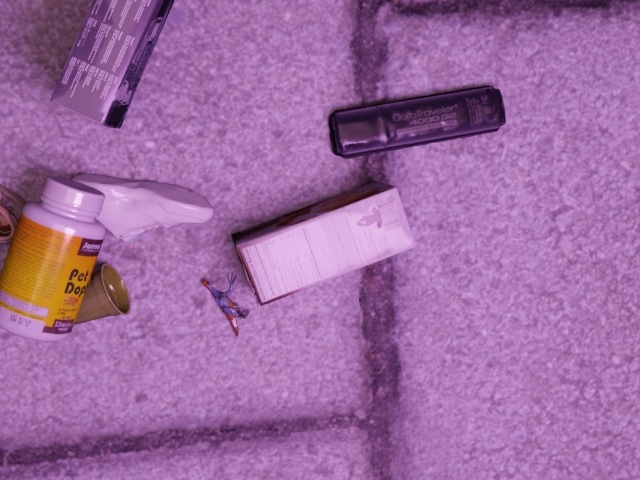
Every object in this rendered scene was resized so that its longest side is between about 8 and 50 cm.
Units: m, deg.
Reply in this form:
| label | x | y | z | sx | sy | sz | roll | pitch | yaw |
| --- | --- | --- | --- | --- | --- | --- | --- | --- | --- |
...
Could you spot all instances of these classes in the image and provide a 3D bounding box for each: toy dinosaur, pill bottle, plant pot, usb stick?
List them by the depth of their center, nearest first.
| label | x | y | z | sx | sy | sz | roll | pitch | yaw |
| --- | --- | --- | --- | --- | --- | --- | --- | --- | --- |
| pill bottle | -0.374 | 0.024 | 1.214 | 0.117 | 0.117 | 0.215 | 19 | 96 | -10 |
| plant pot | -0.338 | 0.088 | 1.297 | 0.079 | 0.083 | 0.083 | -24 | 99 | 8 |
| toy dinosaur | -0.152 | 0.097 | 1.341 | 0.082 | 0.047 | 0.090 | 25 | 103 | 8 |
| usb stick | 0.150 | -0.185 | 1.352 | 0.277 | 0.045 | 0.077 | -11 | 91 | -7 |

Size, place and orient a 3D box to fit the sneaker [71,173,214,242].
| label | x | y | z | sx | sy | sz | roll | pitch | yaw |
| --- | --- | --- | --- | --- | --- | --- | --- | --- | --- |
| sneaker | -0.267 | -0.038 | 1.298 | 0.212 | 0.080 | 0.094 | 9 | 106 | -3 |

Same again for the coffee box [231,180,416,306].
| label | x | y | z | sx | sy | sz | roll | pitch | yaw |
| --- | --- | --- | --- | --- | --- | --- | --- | --- | --- |
| coffee box | 0.000 | 0.000 | 1.301 | 0.246 | 0.141 | 0.098 | -20 | 99 | -5 |

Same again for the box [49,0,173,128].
| label | x | y | z | sx | sy | sz | roll | pitch | yaw |
| --- | --- | --- | --- | --- | --- | --- | --- | --- | --- |
| box | -0.256 | -0.307 | 1.177 | 0.076 | 0.242 | 0.308 | 24 | 92 | -10 |

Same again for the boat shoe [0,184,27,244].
| label | x | y | z | sx | sy | sz | roll | pitch | yaw |
| --- | --- | --- | --- | --- | --- | --- | --- | --- | --- |
| boat shoe | -0.548 | -0.084 | 1.233 | 0.285 | 0.089 | 0.105 | 26 | 92 | -10 |
